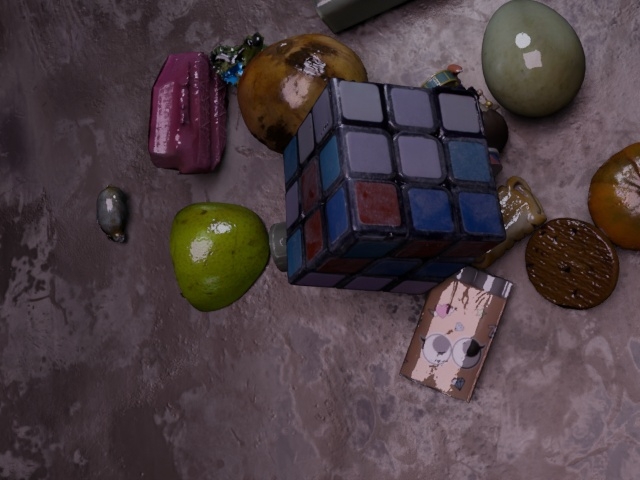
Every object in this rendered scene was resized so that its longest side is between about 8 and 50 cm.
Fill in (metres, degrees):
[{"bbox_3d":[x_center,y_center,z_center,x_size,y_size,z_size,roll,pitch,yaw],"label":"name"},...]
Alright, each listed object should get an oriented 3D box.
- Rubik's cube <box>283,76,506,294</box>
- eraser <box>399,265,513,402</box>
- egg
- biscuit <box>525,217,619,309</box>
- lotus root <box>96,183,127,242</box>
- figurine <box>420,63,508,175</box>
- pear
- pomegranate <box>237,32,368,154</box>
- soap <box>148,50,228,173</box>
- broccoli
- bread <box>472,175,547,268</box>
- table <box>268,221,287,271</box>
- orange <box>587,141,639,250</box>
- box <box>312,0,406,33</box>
[{"bbox_3d":[0.137,-0.098,1.597,0.362,0.359,0.363,2,70,-24],"label":"Rubik's cube"},{"bbox_3d":[0.307,0.201,1.716,0.171,0.087,0.290,21,89,10],"label":"eraser"},{"bbox_3d":[0.467,-0.415,1.688,0.218,0.218,0.295,-22,66,15],"label":"egg"},{"bbox_3d":[0.548,0.051,1.645,0.212,0.036,0.212,12,109,39],"label":"biscuit"},{"bbox_3d":[-0.571,-0.073,2.064,0.088,0.088,0.165,-4,91,18],"label":"lotus root"},{"bbox_3d":[0.337,-0.269,1.740,0.161,0.158,0.275,-45,71,18],"label":"figurine"},{"bbox_3d":[-0.253,0.023,1.920,0.239,0.139,0.288,-12,80,8],"label":"pear"},{"bbox_3d":[-0.037,-0.349,1.816,0.322,0.322,0.322,-3,81,18],"label":"pomegranate"},{"bbox_3d":[-0.338,-0.320,1.952,0.127,0.220,0.325,-5,81,27],"label":"soap"},{"bbox_3d":[-0.192,-0.469,1.945,0.167,0.160,0.154,36,56,2],"label":"broccoli"},{"bbox_3d":[0.406,-0.038,1.714,0.225,0.081,0.134,-36,64,-3],"label":"bread"},{"bbox_3d":[0.000,0.000,1.833,0.220,0.126,0.126,-11,79,17],"label":"table"},{"bbox_3d":[0.687,-0.095,1.589,0.240,0.171,0.240,-3,80,18],"label":"orange"},{"bbox_3d":[0.117,-0.747,1.882,0.344,0.177,0.352,-23,76,17],"label":"box"}]
